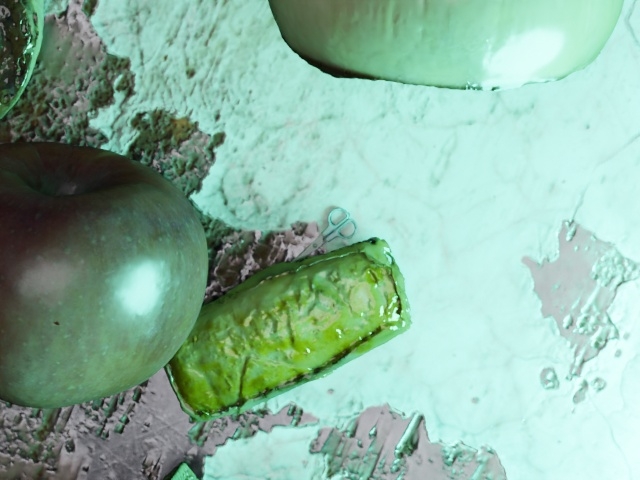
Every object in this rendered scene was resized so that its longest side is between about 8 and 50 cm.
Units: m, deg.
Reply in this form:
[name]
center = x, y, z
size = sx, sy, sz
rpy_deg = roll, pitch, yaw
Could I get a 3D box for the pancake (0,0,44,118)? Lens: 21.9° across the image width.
[pancake]
center = -0.411, -0.241, 1.716
size = 0.283, 0.049, 0.282
rpy_deg = 0, 95, 4

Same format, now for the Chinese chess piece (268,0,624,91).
[Chinese chess piece]
center = 0.115, -0.248, 1.537
size = 0.338, 0.338, 0.140
rpy_deg = 3, 112, 4

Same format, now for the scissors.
[scissors]
center = 0.000, 0.000, 1.734
size = 0.083, 0.006, 0.036
rpy_deg = -38, 90, 7

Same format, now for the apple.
[apple]
center = -0.264, 0.037, 1.621
size = 0.306, 0.305, 0.235
rpy_deg = 7, 111, 3

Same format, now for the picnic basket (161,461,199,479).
[picnic basket]
center = -0.139, 0.358, 1.707
size = 0.134, 0.154, 0.196
rpy_deg = -39, 91, 6

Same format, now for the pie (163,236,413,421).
[pie]
center = -0.045, 0.094, 1.718
size = 0.282, 0.068, 0.128
rpy_deg = -24, 93, 10
